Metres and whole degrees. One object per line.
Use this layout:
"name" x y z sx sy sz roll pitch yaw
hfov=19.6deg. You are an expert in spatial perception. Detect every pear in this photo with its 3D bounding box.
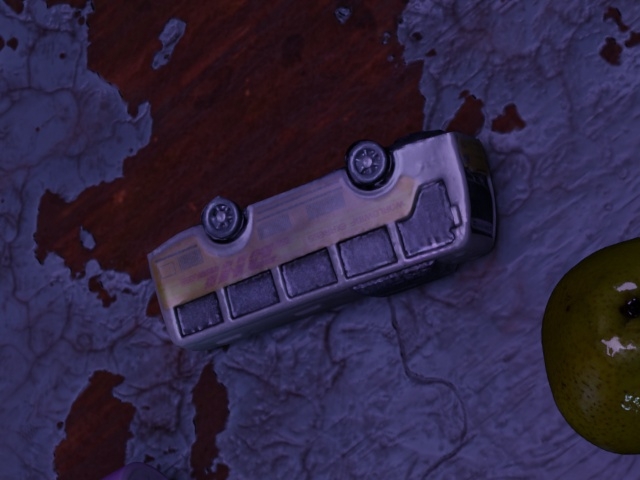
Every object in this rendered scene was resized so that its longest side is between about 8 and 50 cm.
"pear" 0.280 0.088 1.578 0.198 0.198 0.198 -4 80 24

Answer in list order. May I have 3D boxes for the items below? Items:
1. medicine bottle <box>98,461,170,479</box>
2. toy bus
"medicine bottle" -0.248 0.335 1.799 0.254 0.152 0.152 -30 71 17
"toy bus" 0.000 0.000 1.768 0.343 0.097 0.138 -19 77 21
